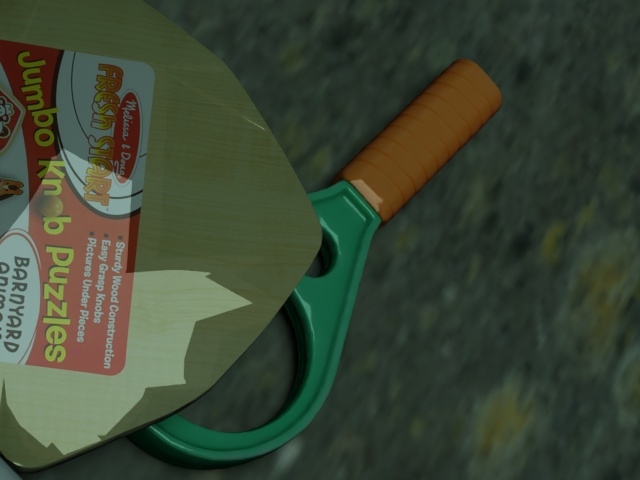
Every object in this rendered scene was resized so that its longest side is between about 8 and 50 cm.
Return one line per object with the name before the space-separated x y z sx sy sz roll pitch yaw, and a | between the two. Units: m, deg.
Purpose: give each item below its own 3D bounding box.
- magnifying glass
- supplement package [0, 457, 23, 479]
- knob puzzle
magnifying glass | 0.000 0.000 0.702 0.092 0.026 0.231 48 55 -3
supplement package | -0.185 0.109 0.441 0.293 0.175 0.177 45 54 5
knob puzzle | -0.096 -0.009 0.637 0.213 0.030 0.213 5 69 -13
